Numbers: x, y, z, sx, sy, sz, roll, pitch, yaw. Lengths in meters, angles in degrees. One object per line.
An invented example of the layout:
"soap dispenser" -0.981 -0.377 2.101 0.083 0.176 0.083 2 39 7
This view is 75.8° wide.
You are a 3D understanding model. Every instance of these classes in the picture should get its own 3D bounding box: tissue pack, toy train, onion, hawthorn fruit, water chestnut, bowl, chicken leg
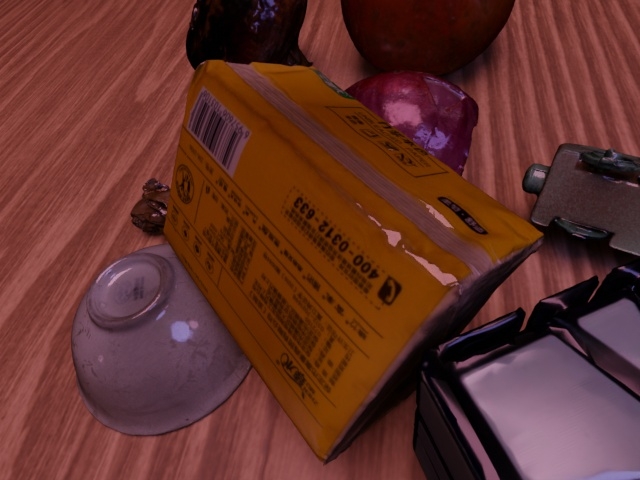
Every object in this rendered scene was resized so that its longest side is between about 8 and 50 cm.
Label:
"tissue pack" 0.000 0.000 0.501 0.228 0.293 0.382 -11 47 -44
"toy train" 0.457 -0.048 0.571 0.326 0.129 0.159 22 26 26
"onion" 0.105 -0.147 0.670 0.230 0.257 0.272 19 35 6
"hawthorn fruit" 0.234 -0.588 0.889 0.401 0.403 0.403 -5 52 7
"water chestnut" -0.150 -0.498 0.987 0.301 0.350 0.351 21 47 -26
"bowl" -0.250 0.105 0.606 0.312 0.146 0.314 -6 53 8
"chicken leg" -0.266 -0.068 0.785 0.195 0.081 0.125 0 41 10

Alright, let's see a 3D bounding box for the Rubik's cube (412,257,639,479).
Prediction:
"Rubik's cube" 0.262 0.214 0.334 0.288 0.284 0.294 -20 49 -3
